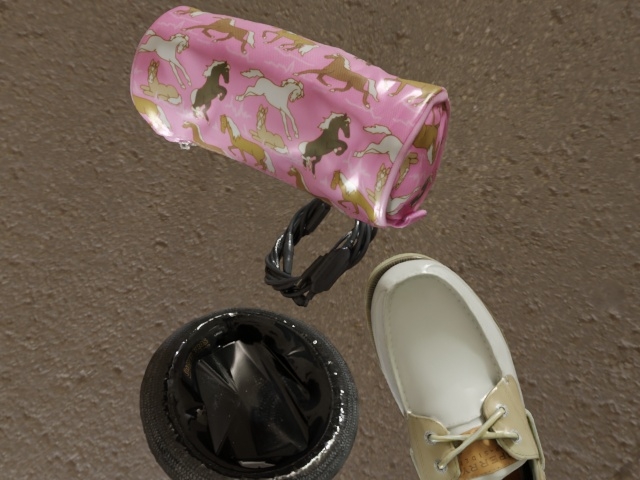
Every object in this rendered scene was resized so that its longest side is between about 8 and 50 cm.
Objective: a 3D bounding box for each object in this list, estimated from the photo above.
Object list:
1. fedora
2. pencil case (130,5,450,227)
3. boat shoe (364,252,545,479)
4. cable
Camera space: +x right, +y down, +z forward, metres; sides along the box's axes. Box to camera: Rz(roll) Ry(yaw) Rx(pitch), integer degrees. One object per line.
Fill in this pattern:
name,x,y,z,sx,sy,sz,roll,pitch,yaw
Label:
fedora,-0.103,0.256,0.790,0.333,0.334,0.153,11,127,3
pencil case,-0.039,-0.149,0.643,0.386,0.167,0.160,24,64,22
boat shoe,0.125,0.154,0.436,0.113,0.103,0.302,-24,100,7
cable,0.000,0.000,0.742,0.047,0.150,0.185,40,83,-35
